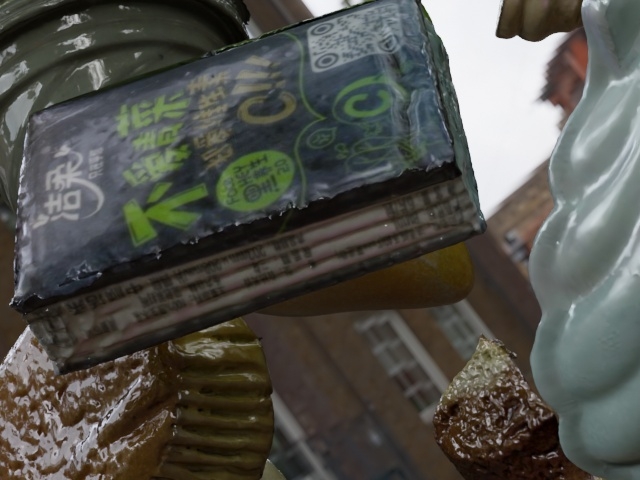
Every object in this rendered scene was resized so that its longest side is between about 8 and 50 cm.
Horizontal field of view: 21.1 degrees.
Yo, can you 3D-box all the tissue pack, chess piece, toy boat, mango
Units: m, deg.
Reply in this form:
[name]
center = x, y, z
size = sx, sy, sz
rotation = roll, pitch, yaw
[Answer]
[tissue pack]
center = -0.040, -0.036, 0.897
size = 0.235, 0.173, 0.073
rotation = -19, -53, 8
[chess piece]
center = 0.244, -0.209, 1.522
size = 0.094, 0.170, 0.094
rotation = 12, -90, -85
[toy boat]
center = 0.200, 0.007, 0.845
size = 0.199, 0.290, 0.100
rotation = -23, 23, -27
[mango]
center = 0.000, 0.000, 2.087
size = 0.221, 0.384, 0.199
rotation = -26, -54, -83

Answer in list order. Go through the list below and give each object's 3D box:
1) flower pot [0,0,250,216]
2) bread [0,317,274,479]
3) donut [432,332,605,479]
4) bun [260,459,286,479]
[flower pot]
center = -0.143, -0.070, 1.179
size = 0.235, 0.140, 0.235
rotation = -16, -26, -8
[bread]
center = -0.164, 0.149, 1.452
size = 0.142, 0.227, 0.253
rotation = 5, -40, -42
[donut]
center = 0.213, 0.235, 1.549
size = 0.112, 0.295, 0.151
rotation = -37, -28, -5
[bun]
center = -0.126, 0.279, 1.650
size = 0.222, 0.222, 0.127
rotation = -49, -6, 40
